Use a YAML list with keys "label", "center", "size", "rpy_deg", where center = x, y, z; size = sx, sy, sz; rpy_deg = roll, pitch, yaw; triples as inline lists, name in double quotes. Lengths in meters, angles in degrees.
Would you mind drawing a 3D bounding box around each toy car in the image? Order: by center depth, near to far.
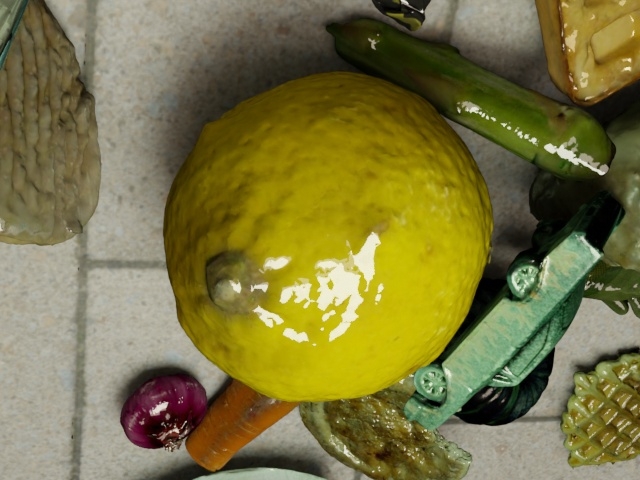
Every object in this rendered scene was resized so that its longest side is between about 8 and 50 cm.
- label: "toy car"
  center: [0.214, 0.088, 1.180]
  size: [0.097, 0.141, 0.320]
  rpy_deg: [40, 123, 6]

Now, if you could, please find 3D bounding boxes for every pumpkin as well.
- label: "pumpkin"
  center: [0.220, 0.144, 1.388]
  size: [0.194, 0.150, 0.194]
  rpy_deg: [-5, 119, -9]

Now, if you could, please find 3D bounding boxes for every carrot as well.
- label: "carrot"
  center: [-0.098, 0.219, 1.399]
  size: [0.193, 0.087, 0.087]
  rpy_deg: [-40, 121, 15]

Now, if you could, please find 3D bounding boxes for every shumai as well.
- label: "shumai"
  center: [-0.396, -0.130, 1.084]
  size: [0.262, 0.267, 0.314]
  rpy_deg: [-9, 96, 27]
- label: "shumai"
  center: [0.421, -0.115, 1.241]
  size: [0.330, 0.292, 0.288]
  rpy_deg: [11, 107, 16]

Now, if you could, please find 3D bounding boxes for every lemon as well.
- label: "lemon"
  center: [0.000, 0.000, 1.119]
  size: [0.350, 0.387, 0.349]
  rpy_deg: [11, 114, 26]

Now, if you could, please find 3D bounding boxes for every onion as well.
- label: "onion"
  center: [-0.196, 0.222, 1.364]
  size: [0.115, 0.104, 0.115]
  rpy_deg: [-15, 138, -14]

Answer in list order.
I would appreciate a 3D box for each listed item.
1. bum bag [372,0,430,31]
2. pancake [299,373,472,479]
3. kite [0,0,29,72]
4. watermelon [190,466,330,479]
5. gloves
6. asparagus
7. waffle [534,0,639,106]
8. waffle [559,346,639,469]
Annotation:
- label: "bum bag"
  center: [0.134, -0.336, 1.132]
  size: [0.107, 0.060, 0.232]
  rpy_deg: [30, 104, -33]
- label: "pancake"
  center: [0.081, 0.243, 1.408]
  size: [0.254, 0.037, 0.253]
  rpy_deg: [17, 134, 18]
- label: "kite"
  center: [-0.374, -0.294, 0.957]
  size: [0.368, 0.014, 0.406]
  rpy_deg: [-28, 87, -34]
- label: "watermelon"
  center: [-0.118, 0.452, 1.458]
  size: [0.320, 0.213, 0.289]
  rpy_deg: [-8, 136, -23]
- label: "gloves"
  center: [0.367, 0.042, 1.384]
  size: [0.268, 0.135, 0.107]
  rpy_deg: [9, 94, -33]
- label: "asparagus"
  center: [0.164, -0.161, 1.191]
  size: [0.343, 0.085, 0.082]
  rpy_deg: [26, 120, 6]
- label: "waffle"
  center: [0.342, -0.350, 1.130]
  size: [0.304, 0.077, 0.348]
  rpy_deg: [-28, 122, -9]
- label: "waffle"
  center: [0.446, 0.247, 1.562]
  size: [0.214, 0.054, 0.208]
  rpy_deg: [-11, 119, -14]
